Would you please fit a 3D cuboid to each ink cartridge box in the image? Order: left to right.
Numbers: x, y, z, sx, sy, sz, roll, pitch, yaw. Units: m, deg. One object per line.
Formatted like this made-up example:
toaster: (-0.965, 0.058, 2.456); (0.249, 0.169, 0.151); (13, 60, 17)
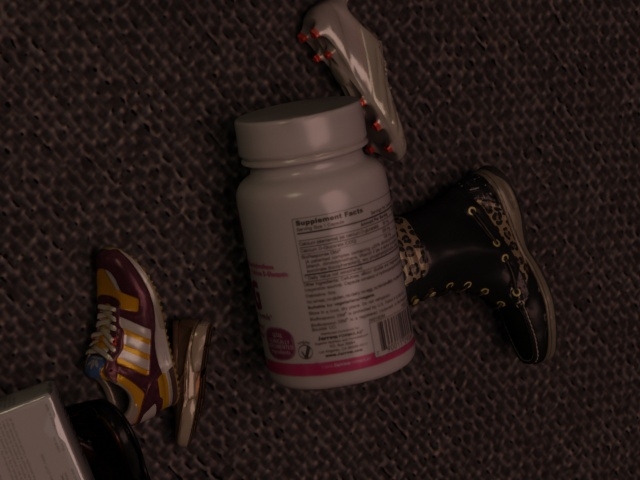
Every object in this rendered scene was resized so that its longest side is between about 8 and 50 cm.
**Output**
ink cartridge box: (-0.317, 0.256, 1.707); (0.232, 0.066, 0.189); (-20, 100, 1)

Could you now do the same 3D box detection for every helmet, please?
helmet: (-0.245, 0.250, 1.827); (0.169, 0.169, 0.161); (-20, 95, -29)

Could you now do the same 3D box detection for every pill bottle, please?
pill bottle: (0.000, 0.000, 1.966); (0.160, 0.160, 0.283); (-16, 103, -30)

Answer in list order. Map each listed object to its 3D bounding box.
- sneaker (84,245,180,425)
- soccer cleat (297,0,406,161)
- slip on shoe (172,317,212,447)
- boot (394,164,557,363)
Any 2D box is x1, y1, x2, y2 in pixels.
sneaker: (-0.204, 0.100, 1.900); (0.084, 0.069, 0.185); (-27, 107, -33)
soccer cleat: (0.050, -0.176, 2.039); (0.076, 0.068, 0.196); (-41, 111, -26)
slip on shoe: (-0.143, 0.148, 1.962); (0.041, 0.051, 0.135); (9, 100, 7)
boot: (0.160, 0.052, 2.119); (0.179, 0.085, 0.236); (-23, 100, -27)
